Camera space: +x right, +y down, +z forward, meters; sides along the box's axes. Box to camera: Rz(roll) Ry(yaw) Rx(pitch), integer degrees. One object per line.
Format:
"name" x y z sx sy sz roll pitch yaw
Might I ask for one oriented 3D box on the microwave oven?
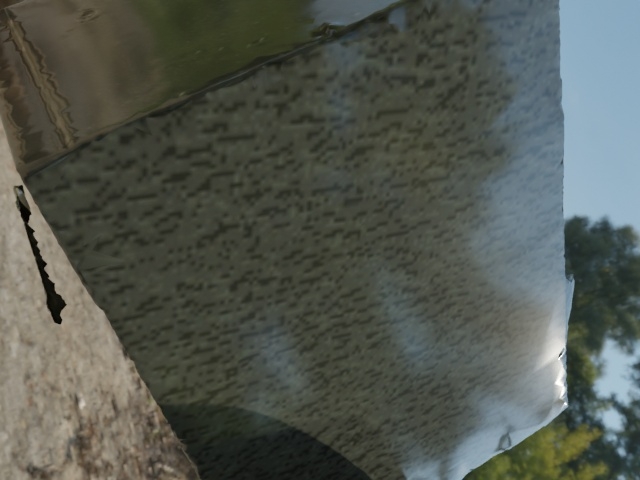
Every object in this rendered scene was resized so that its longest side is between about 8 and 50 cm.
"microwave oven" 0.000 0.000 0.592 0.236 0.374 0.432 48 -19 47
